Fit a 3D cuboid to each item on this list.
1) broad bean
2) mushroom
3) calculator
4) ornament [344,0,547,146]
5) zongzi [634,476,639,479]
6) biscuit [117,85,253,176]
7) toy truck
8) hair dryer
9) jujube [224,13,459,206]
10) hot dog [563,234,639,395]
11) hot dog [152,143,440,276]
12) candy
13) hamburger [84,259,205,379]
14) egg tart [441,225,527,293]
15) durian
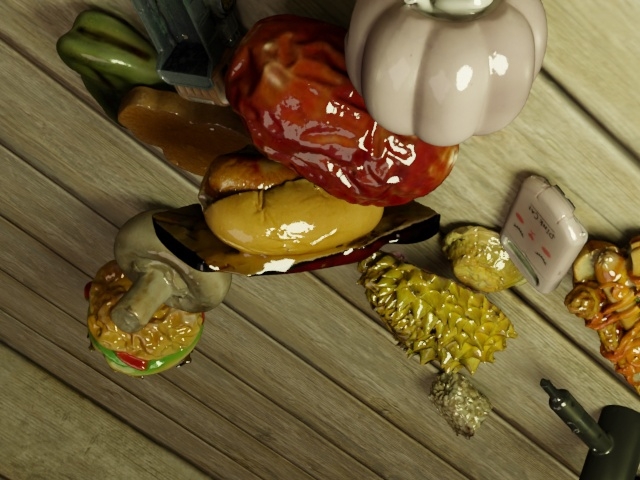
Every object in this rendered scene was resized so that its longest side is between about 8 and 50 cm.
[{"bbox_3d":[-0.259,-0.215,1.223,0.153,0.072,0.207,19,162,19],"label":"broad bean"},{"bbox_3d":[-0.257,0.060,1.530,0.207,0.215,0.207,22,145,16],"label":"mushroom"},{"bbox_3d":[0.256,-0.005,1.092,0.100,0.032,0.175,57,163,23],"label":"calculator"},{"bbox_3d":[0.109,-0.177,0.820,0.177,0.177,0.177,22,153,12],"label":"ornament"},{"bbox_3d":[0.621,0.471,1.501,0.383,0.362,0.319,-29,127,14],"label":"zongzi"},{"bbox_3d":[-0.122,-0.122,1.234,0.295,0.044,0.186,27,152,-26],"label":"biscuit"},{"bbox_3d":[-0.140,-0.233,1.037,0.083,0.092,0.192,13,150,26],"label":"toy truck"},{"bbox_3d":[0.379,0.297,1.375,0.248,0.196,0.078,44,148,-26],"label":"hair dryer"},{"bbox_3d":[0.025,-0.135,0.971,0.250,0.174,0.174,32,153,-6],"label":"jujube"},{"bbox_3d":[0.415,0.128,1.128,0.158,0.117,0.349,-2,141,43],"label":"hot dog"},{"bbox_3d":[-0.020,-0.061,1.087,0.194,0.326,0.107,40,133,38],"label":"hot dog"},{"bbox_3d":[0.237,0.279,1.600,0.110,0.085,0.095,44,157,-10],"label":"candy"},{"bbox_3d":[-0.318,0.120,1.689,0.237,0.237,0.149,26,151,3],"label":"hamburger"},{"bbox_3d":[0.213,0.030,1.220,0.128,0.049,0.129,20,151,12],"label":"egg tart"},{"bbox_3d":[0.158,0.114,1.282,0.191,0.112,0.341,27,171,26],"label":"durian"}]
